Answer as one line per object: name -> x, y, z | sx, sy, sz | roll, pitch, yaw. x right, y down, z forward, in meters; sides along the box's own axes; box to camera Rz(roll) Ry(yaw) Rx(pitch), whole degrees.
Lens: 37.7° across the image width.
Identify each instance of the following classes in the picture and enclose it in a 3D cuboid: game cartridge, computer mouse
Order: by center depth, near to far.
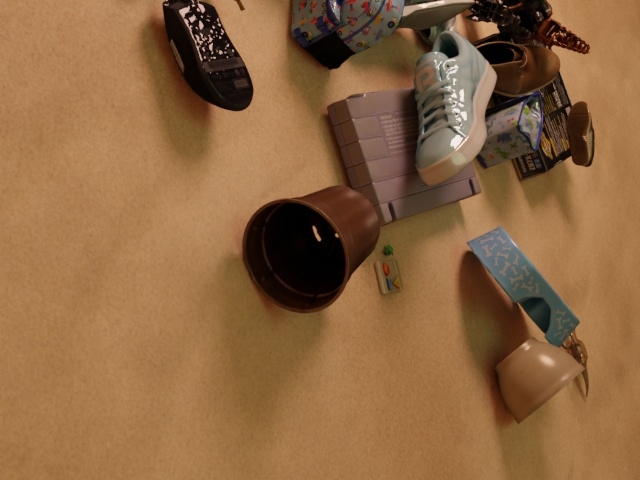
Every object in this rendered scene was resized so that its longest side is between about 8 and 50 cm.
computer mouse -> -0.163, -0.305, 1.357 | 0.184, 0.060, 0.262 | -33, 95, -52
game cartridge -> 0.156, -0.160, 1.683 | 0.355, 0.068, 0.230 | -17, 85, -52

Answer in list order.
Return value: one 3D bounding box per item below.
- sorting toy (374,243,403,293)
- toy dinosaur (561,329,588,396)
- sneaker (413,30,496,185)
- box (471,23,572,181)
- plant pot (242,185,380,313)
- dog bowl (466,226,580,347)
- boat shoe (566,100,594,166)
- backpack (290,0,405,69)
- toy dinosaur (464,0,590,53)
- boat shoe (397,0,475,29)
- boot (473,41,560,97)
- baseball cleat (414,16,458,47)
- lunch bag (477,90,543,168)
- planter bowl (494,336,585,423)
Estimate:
sorting toy -> 0.116, 0.048, 1.588 | 0.062, 0.012, 0.083 | -5, 81, -51
toy dinosaur -> 0.554, 0.254, 2.007 | 0.093, 0.053, 0.183 | -13, 86, -53
sneaker -> 0.206, -0.241, 1.640 | 0.150, 0.135, 0.366 | 44, 37, -20
box -> 0.474, -0.322, 2.112 | 0.257, 0.079, 0.321 | -29, 99, -49
plant pot -> 0.000, 0.000, 1.360 | 0.165, 0.167, 0.167 | -32, 102, -58
dog bowl -> 0.395, 0.087, 1.796 | 0.297, 0.074, 0.166 | 45, 11, -30
boat shoe -> 0.594, -0.239, 2.127 | 0.049, 0.056, 0.152 | 18, 73, -52
backpack -> 0.050, -0.386, 1.546 | 0.117, 0.173, 0.158 | 30, 55, -41
toy dinosaur -> 0.417, -0.480, 1.926 | 0.218, 0.322, 0.164 | 23, 84, -59
boat shoe -> 0.167, -0.444, 1.734 | 0.303, 0.114, 0.091 | -19, 83, -43
boot -> 0.394, -0.358, 1.917 | 0.305, 0.115, 0.112 | -9, 85, -30
baseball cleat -> 0.233, -0.479, 1.886 | 0.109, 0.072, 0.205 | 22, 56, -37
lunch bag -> 0.385, -0.240, 1.931 | 0.096, 0.129, 0.151 | 50, 44, -26
planter bowl -> 0.397, 0.250, 1.754 | 0.109, 0.162, 0.162 | 51, 36, 15
